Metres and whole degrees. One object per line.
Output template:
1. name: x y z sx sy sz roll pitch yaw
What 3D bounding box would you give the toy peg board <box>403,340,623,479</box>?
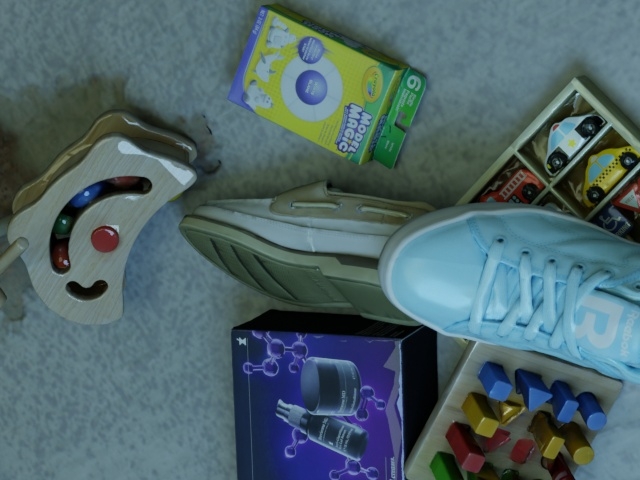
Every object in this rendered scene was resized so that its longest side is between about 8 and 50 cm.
1. toy peg board: 0.188 0.190 1.681 0.161 0.079 0.160 18 111 -21

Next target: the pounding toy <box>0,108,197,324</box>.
1. pounding toy: -0.231 0.008 1.811 0.269 0.155 0.154 -41 112 14

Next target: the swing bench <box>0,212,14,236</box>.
1. swing bench: -0.481 -0.066 1.868 0.165 0.255 0.253 -33 86 25

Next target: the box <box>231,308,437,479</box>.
1. box: 0.016 0.208 1.792 0.184 0.103 0.261 2 100 25

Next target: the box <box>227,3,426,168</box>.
1. box: 0.007 -0.147 1.762 0.179 0.043 0.105 26 109 15

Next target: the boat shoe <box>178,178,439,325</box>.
1. boat shoe: 0.000 0.000 1.759 0.302 0.113 0.103 15 65 35

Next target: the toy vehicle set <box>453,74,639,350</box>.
1. toy vehicle set: 0.212 -0.002 1.703 0.166 0.035 0.267 46 113 9

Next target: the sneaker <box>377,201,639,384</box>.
1. sneaker: 0.234 0.050 1.574 0.366 0.150 0.135 8 98 -3
